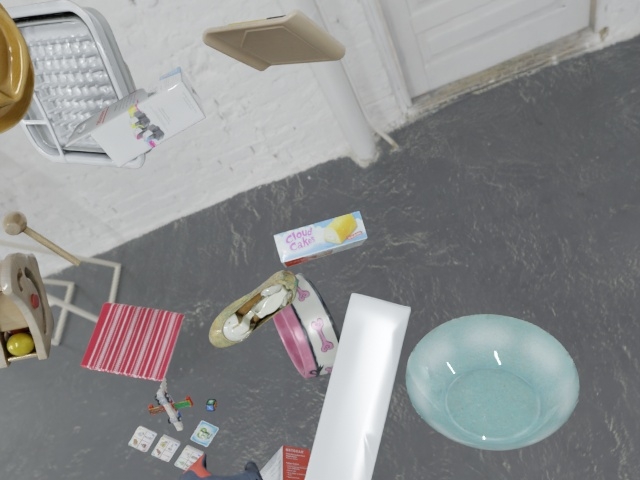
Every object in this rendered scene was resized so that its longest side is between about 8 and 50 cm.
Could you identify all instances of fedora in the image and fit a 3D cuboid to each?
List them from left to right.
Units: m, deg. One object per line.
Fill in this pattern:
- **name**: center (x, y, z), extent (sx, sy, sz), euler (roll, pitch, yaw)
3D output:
- **fedora**: center (-0.395, -0.213, 0.475), extent (0.079, 0.194, 0.194), euler (7, 63, 21)

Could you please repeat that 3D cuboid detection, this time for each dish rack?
- **dish rack**: center (-0.462, -0.281, 0.786), extent (0.333, 0.285, 0.072), euler (9, 38, 25)

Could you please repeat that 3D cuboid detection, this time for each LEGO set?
- **LEGO set**: center (-0.358, 0.468, 1.080), extent (0.244, 0.183, 0.060), euler (-58, 9, 21)

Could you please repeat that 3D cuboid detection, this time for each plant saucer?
- **plant saucer**: center (0.197, 0.180, 0.491), extent (0.195, 0.194, 0.037), euler (-15, 16, 20)

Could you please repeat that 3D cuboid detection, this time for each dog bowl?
- **dog bowl**: center (-0.066, 0.338, 1.612), extent (0.151, 0.407, 0.408), euler (-22, 46, -18)

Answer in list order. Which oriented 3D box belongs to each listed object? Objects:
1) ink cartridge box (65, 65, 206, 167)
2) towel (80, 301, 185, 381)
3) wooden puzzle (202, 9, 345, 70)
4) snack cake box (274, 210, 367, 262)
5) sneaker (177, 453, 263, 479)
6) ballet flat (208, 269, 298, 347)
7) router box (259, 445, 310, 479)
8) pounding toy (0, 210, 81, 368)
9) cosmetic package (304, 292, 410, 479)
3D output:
- **ink cartridge box**: center (-0.266, -0.175, 0.617), extent (0.181, 0.061, 0.104), euler (-29, 37, 0)
- **towel**: center (-0.548, 0.292, 1.232), extent (0.275, 0.031, 0.198), euler (6, 68, 12)
- **wooden puzzle**: center (-0.095, -0.431, 0.913), extent (0.239, 0.221, 0.044), euler (4, 95, 30)
- **snack cake box**: center (0.000, 0.000, 1.299), extent (0.265, 0.152, 0.089), euler (-16, 83, -4)
- **sneaker**: center (-0.113, 0.515, 0.796), extent (0.350, 0.131, 0.148), euler (21, 34, 7)
- **ballet flat**: center (-0.210, 0.227, 1.306), extent (0.349, 0.123, 0.123), euler (-39, 49, 2)
- **router box**: center (-0.124, 0.755, 1.085), extent (0.335, 0.082, 0.301), euler (-59, 23, 32)
- **pounding toy**: center (-0.523, 0.090, 0.756), extent (0.155, 0.269, 0.154), euler (-9, 20, -18)
- **cosmetic package**: center (0.057, 0.284, 0.703), extent (0.098, 0.284, 0.377), euler (14, 82, 8)
